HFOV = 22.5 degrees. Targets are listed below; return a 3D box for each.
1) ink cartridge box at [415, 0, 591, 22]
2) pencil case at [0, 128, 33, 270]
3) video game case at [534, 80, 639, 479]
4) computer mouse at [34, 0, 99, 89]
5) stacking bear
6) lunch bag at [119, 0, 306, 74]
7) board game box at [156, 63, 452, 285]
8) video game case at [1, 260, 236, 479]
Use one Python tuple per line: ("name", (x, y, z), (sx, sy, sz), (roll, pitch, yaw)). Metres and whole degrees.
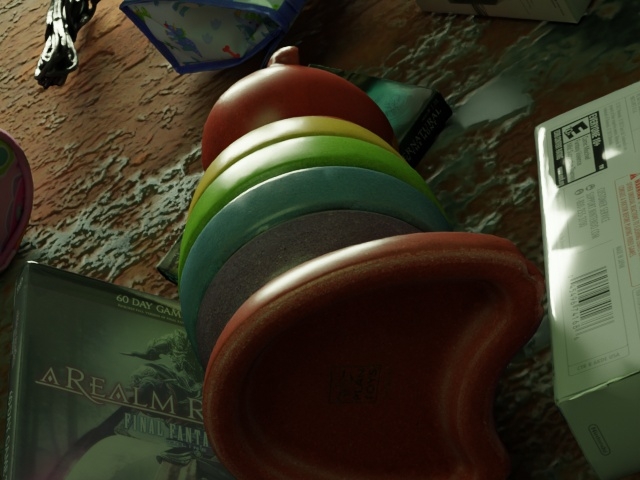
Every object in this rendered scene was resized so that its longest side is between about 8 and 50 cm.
("ink cartridge box", (0.131, -0.204, 1.093), (0.135, 0.056, 0.099), (12, 61, 42))
("pencil case", (-0.350, -0.042, 1.251), (0.284, 0.124, 0.124), (9, 59, 40))
("video game case", (0.232, -0.020, 0.794), (0.244, 0.061, 0.269), (-23, 27, 18))
("computer mouse", (-0.152, -0.251, 1.271), (0.184, 0.060, 0.262), (-101, 35, -62))
("stacking bear", (0.000, 0.000, 0.896), (0.164, 0.175, 0.289), (0, 33, -10))
("lunch bag", (-0.050, -0.196, 1.190), (0.151, 0.096, 0.129), (-3, 51, 47))
("board game box", (-0.012, -0.033, 1.063), (0.126, 0.026, 0.186), (17, 65, 44))
("video game case", (-0.069, 0.138, 0.834), (0.026, 0.196, 0.274), (-56, 27, 38))
